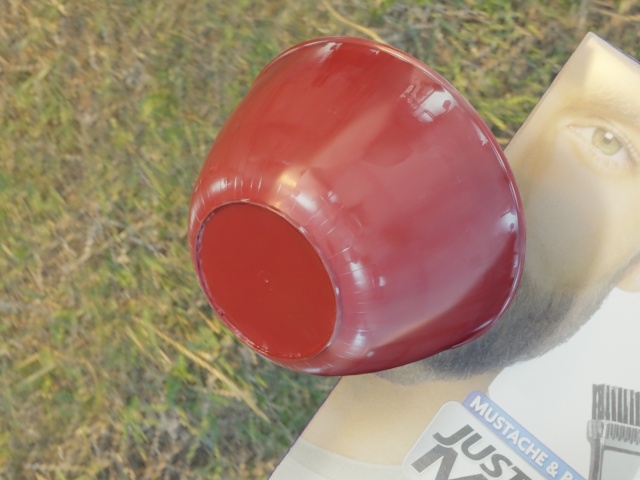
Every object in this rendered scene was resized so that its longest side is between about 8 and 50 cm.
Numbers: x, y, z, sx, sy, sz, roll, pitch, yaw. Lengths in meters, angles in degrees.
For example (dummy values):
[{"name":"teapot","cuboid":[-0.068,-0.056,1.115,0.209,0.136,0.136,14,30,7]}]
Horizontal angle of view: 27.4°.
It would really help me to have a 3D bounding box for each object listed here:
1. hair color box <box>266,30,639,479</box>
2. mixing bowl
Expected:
[{"name":"hair color box","cuboid":[0.137,0.076,0.754,0.339,0.185,0.110,-55,154,11]},{"name":"mixing bowl","cuboid":[0.000,0.000,0.660,0.098,0.181,0.182,-37,126,-44]}]
